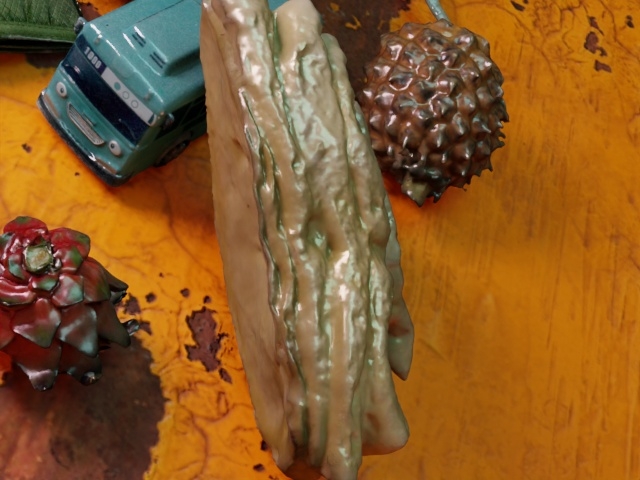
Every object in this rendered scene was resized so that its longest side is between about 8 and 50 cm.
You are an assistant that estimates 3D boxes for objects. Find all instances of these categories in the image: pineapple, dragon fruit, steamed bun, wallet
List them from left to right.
[{"bbox_3d":[-0.323,-0.277,1.448,0.160,0.055,0.236,-7,65,-47],"label":"wallet"},{"bbox_3d":[-0.225,0.049,1.241,0.130,0.121,0.142,-29,103,-10],"label":"dragon fruit"},{"bbox_3d":[0.000,0.000,1.342,0.189,0.247,0.428,-8,82,-23],"label":"steamed bun"},{"bbox_3d":[0.113,-0.122,1.546,0.166,0.166,0.193,20,67,-18],"label":"pineapple"}]

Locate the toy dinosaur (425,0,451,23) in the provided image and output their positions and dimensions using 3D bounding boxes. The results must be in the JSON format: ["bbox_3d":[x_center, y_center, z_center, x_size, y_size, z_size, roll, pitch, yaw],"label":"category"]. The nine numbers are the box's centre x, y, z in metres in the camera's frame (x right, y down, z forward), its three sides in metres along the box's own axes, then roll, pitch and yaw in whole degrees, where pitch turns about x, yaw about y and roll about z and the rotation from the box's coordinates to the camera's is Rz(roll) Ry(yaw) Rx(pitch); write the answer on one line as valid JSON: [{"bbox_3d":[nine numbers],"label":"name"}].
[{"bbox_3d":[0.078,-0.381,1.747,0.205,0.092,0.393,-13,58,-43],"label":"toy dinosaur"}]

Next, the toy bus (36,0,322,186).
[{"bbox_3d":[-0.129,-0.170,1.432,0.128,0.147,0.256,47,47,8],"label":"toy bus"}]
